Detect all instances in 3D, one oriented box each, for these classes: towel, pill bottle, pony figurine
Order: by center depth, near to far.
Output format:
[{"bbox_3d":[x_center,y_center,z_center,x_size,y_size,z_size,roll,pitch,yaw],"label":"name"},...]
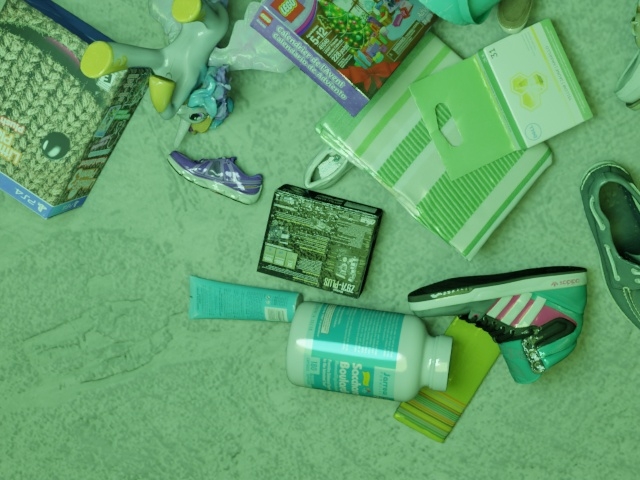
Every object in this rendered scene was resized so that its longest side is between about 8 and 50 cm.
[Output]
[{"bbox_3d":[-0.184,-0.323,1.357,0.302,0.363,0.351,27,89,11],"label":"pony figurine"},{"bbox_3d":[0.186,-0.158,1.406,0.325,0.038,0.248,41,84,-3],"label":"towel"},{"bbox_3d":[0.084,0.187,1.478,0.264,0.146,0.146,7,102,11],"label":"pill bottle"},{"bbox_3d":[0.226,0.233,1.535,0.102,0.021,0.237,29,104,-2],"label":"towel"}]

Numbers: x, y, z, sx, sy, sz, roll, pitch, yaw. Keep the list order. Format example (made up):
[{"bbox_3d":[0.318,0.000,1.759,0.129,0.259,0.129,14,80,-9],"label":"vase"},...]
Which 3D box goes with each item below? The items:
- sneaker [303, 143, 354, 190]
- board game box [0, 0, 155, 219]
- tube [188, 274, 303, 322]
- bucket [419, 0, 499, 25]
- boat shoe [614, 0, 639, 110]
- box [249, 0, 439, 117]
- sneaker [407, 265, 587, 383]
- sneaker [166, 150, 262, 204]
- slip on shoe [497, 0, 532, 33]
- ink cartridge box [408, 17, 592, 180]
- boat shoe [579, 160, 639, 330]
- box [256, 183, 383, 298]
[{"bbox_3d":[0.050,-0.159,1.445,0.080,0.094,0.212,40,105,1],"label":"sneaker"},{"bbox_3d":[-0.459,-0.225,1.494,0.232,0.141,0.291,33,105,2],"label":"board game box"},{"bbox_3d":[-0.136,0.109,1.558,0.207,0.052,0.080,5,97,14],"label":"tube"},{"bbox_3d":[0.204,-0.454,1.261,0.183,0.281,0.281,-38,93,34],"label":"bucket"},{"bbox_3d":[0.502,-0.321,1.280,0.103,0.113,0.302,24,136,-2],"label":"boat shoe"},{"bbox_3d":[0.058,-0.345,1.318,0.201,0.293,0.057,40,148,-5],"label":"box"},{"bbox_3d":[0.291,0.144,1.434,0.295,0.124,0.178,-6,95,-6],"label":"sneaker"},{"bbox_3d":[-0.179,-0.118,1.518,0.169,0.068,0.071,22,89,-4],"label":"sneaker"},{"bbox_3d":[0.302,-0.380,1.352,0.051,0.041,0.135,17,75,20],"label":"slip on shoe"},{"bbox_3d":[0.278,-0.216,1.371,0.235,0.056,0.171,-26,94,-10],"label":"ink cartridge box"},{"bbox_3d":[0.498,0.029,1.403,0.116,0.099,0.319,-23,97,13],"label":"boat shoe"},{"bbox_3d":[0.000,0.000,1.494,0.180,0.077,0.147,14,103,7],"label":"box"}]
